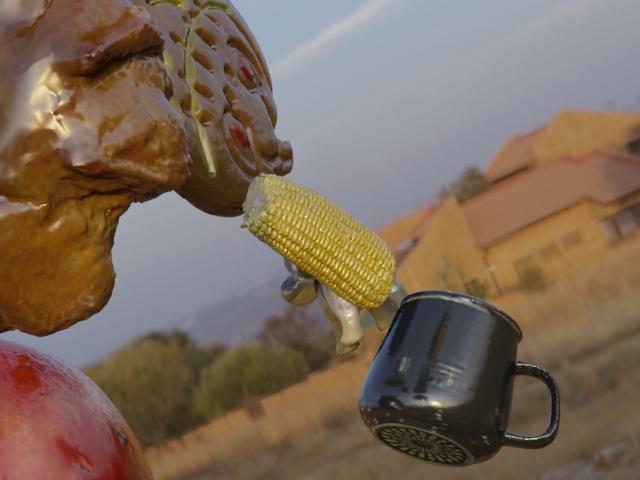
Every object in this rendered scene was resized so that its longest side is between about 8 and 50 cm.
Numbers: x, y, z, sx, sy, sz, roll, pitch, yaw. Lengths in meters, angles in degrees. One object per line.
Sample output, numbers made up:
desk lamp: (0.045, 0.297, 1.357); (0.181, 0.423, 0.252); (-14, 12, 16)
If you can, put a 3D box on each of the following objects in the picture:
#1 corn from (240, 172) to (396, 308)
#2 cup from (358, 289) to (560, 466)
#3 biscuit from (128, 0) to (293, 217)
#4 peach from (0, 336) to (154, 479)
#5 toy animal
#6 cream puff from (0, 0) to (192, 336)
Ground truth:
corn: (0.000, 0.000, 1.246); (0.063, 0.165, 0.085); (-21, 46, 48)
cup: (0.165, 0.161, 1.491); (0.223, 0.177, 0.169); (12, -28, 14)
biscuit: (-0.141, -0.200, 1.773); (0.070, 0.394, 0.350); (-27, -44, 25)
peach: (-0.345, 0.277, 1.328); (0.388, 0.388, 0.388); (-24, -1, -1)
toy animal: (0.027, 0.061, 1.712); (0.121, 0.169, 0.233); (-31, 6, -13)
cream puff: (-0.201, -0.075, 0.829); (0.241, 0.269, 0.155); (-44, -16, 11)
